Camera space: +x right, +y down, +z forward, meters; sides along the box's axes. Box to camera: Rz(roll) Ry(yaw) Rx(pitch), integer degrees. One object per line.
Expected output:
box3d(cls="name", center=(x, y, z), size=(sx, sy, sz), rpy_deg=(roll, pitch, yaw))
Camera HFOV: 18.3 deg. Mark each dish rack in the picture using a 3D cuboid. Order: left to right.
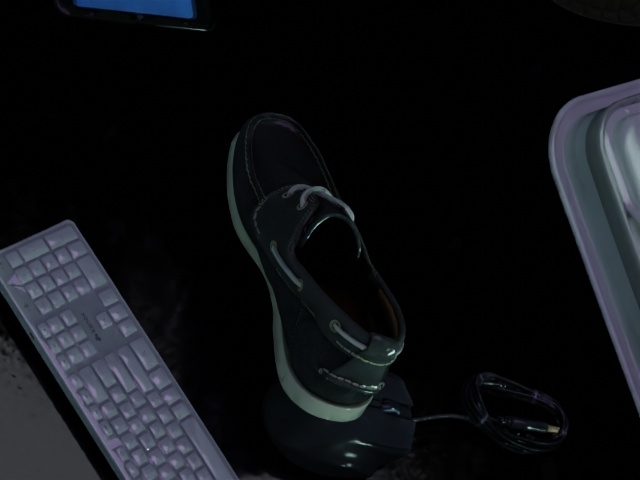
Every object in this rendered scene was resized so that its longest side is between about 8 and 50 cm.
box3d(cls="dish rack", center=(0.341, -0.007, 1.482), size=(0.332, 0.072, 0.286), rpy_deg=(-17, 87, -34))

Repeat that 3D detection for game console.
box3d(cls="game console", center=(-0.116, -0.205, 1.318), size=(0.122, 0.107, 0.071), rpy_deg=(2, 37, -34))

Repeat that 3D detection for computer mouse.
box3d(cls="computer mouse", center=(0.069, 0.113, 1.290), size=(0.242, 0.041, 0.071), rpy_deg=(2, 64, -34))

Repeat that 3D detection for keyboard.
box3d(cls="keyboard", center=(-0.107, 0.105, 1.194), size=(0.072, 0.014, 0.256), rpy_deg=(-29, 84, -40))

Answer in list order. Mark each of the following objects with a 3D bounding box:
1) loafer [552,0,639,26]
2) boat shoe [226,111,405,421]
box3d(cls="loafer", center=(0.265, -0.217, 1.523), size=(0.268, 0.102, 0.092), rpy_deg=(22, 42, 8))
box3d(cls="boat shoe", center=(0.000, 0.000, 1.259), size=(0.084, 0.079, 0.233), rpy_deg=(5, 47, -26))
